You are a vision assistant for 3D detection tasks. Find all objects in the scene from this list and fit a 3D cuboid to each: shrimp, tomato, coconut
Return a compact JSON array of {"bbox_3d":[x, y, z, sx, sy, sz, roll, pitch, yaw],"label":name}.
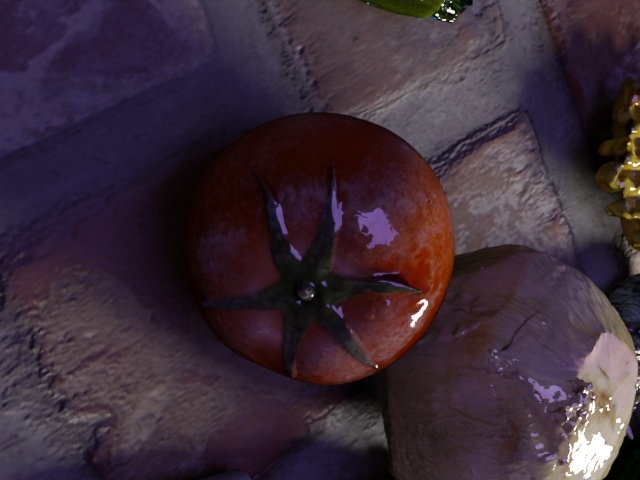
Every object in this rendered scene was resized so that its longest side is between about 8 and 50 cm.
[{"bbox_3d":[0.391,0.174,1.214,0.137,0.172,0.372,32,59,3],"label":"shrimp"},{"bbox_3d":[0.000,0.000,0.921,0.264,0.265,0.265,-3,96,-31],"label":"tomato"},{"bbox_3d":[0.209,0.154,1.021,0.297,0.254,0.297,18,65,-44],"label":"coconut"}]

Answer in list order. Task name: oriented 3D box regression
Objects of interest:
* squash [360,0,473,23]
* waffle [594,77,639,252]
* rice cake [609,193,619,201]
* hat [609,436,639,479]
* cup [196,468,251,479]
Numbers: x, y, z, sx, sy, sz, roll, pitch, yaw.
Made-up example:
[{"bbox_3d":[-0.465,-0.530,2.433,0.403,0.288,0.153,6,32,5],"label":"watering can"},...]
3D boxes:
[{"bbox_3d":[0.044,-0.303,1.017,0.331,0.087,0.087,12,88,-33],"label":"squash"},{"bbox_3d":[0.493,-0.074,1.287,0.329,0.062,0.329,9,75,-38],"label":"waffle"},{"bbox_3d":[0.471,-0.038,1.326,0.207,0.033,0.033,34,67,-28],"label":"rice cake"},{"bbox_3d":[0.546,0.392,1.224,0.242,0.332,0.274,22,79,-22],"label":"hat"},{"bbox_3d":[-0.130,0.299,0.980,0.116,0.074,0.104,-13,125,-34],"label":"cup"}]
